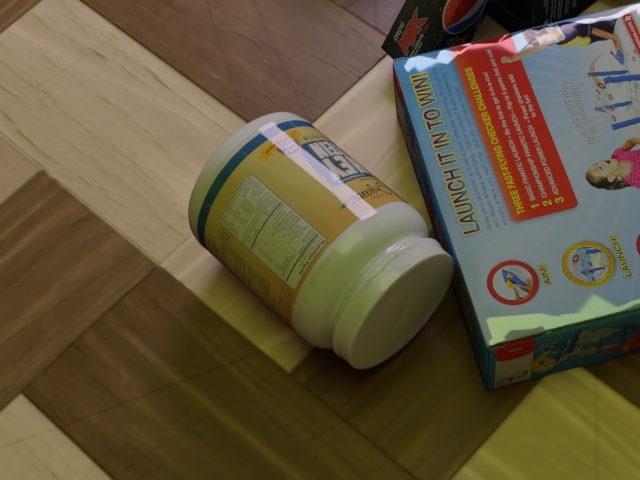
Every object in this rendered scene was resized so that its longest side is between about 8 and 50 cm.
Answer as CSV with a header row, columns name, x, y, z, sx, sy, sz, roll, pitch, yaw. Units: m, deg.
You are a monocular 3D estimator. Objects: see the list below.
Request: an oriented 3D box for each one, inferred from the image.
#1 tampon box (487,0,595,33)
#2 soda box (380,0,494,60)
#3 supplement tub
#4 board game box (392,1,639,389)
name,x,y,z,sx,sy,sz,roll,pitch,yaw
tampon box,0.226,-0.295,1.261,0.161,0.101,0.120,-38,63,-15
soda box,0.126,-0.232,1.200,0.053,0.169,0.060,-10,49,-44
supplement tub,0.000,0.000,1.086,0.144,0.144,0.200,-41,64,-17
board game box,0.247,-0.053,1.125,0.302,0.086,0.308,-13,59,-1
